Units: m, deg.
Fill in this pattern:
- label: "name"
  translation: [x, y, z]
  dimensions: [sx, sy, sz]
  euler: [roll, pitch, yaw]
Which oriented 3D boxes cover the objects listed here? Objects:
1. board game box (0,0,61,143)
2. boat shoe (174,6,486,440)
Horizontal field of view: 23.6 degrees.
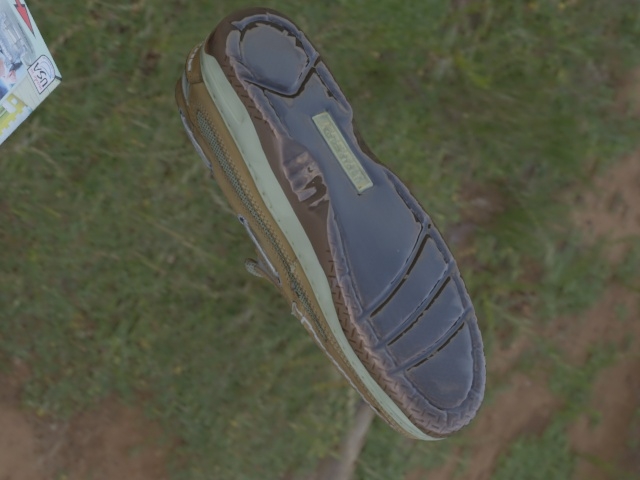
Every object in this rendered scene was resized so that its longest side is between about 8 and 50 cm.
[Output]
- label: "board game box"
  translation: [-0.311, -0.191, 1.055]
  dimensions: [0.317, 0.046, 0.213]
  euler: [67, 33, -28]
- label: "boat shoe"
  translation: [0.000, 0.000, 0.630]
  dimensions: [0.068, 0.072, 0.190]
  euler: [-19, 78, -42]
